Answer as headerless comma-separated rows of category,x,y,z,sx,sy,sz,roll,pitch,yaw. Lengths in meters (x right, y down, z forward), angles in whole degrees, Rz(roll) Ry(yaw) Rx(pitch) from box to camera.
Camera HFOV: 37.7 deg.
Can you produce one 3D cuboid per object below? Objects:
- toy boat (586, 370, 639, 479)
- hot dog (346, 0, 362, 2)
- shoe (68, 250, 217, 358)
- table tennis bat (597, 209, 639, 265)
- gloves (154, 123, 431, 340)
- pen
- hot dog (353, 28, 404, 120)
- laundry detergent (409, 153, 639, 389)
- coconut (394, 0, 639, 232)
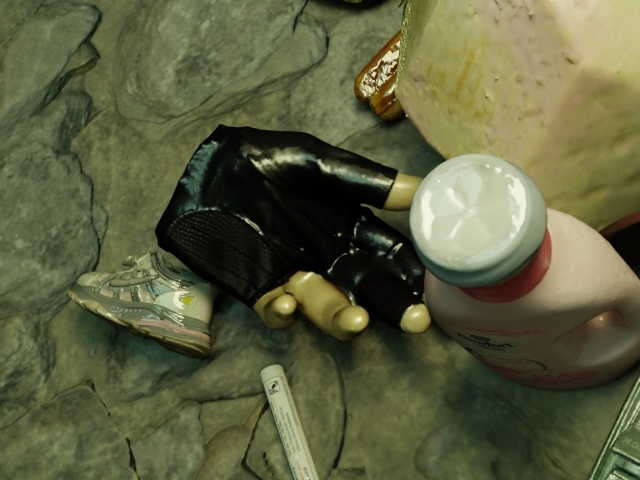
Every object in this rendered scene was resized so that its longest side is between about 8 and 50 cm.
toy boat,0.274,0.133,0.725,0.078,0.085,0.260,27,79,33
hot dog,0.008,-0.368,1.093,0.270,0.082,0.163,25,77,33
shoe,-0.178,0.053,0.973,0.180,0.089,0.092,17,76,28
table tennis bat,0.333,-0.012,0.711,0.274,0.154,0.021,-3,71,-15
gloves,-0.001,-0.002,0.882,0.301,0.152,0.197,34,103,28
pen,-0.018,0.206,0.864,0.025,0.025,0.204,-28,58,11
hot dog,0.105,-0.199,0.987,0.165,0.045,0.071,-47,55,-2
laundry detergent,0.150,0.037,0.676,0.159,0.335,0.088,-7,68,21
coconut,0.225,-0.167,0.772,0.352,0.352,0.353,-10,63,20
